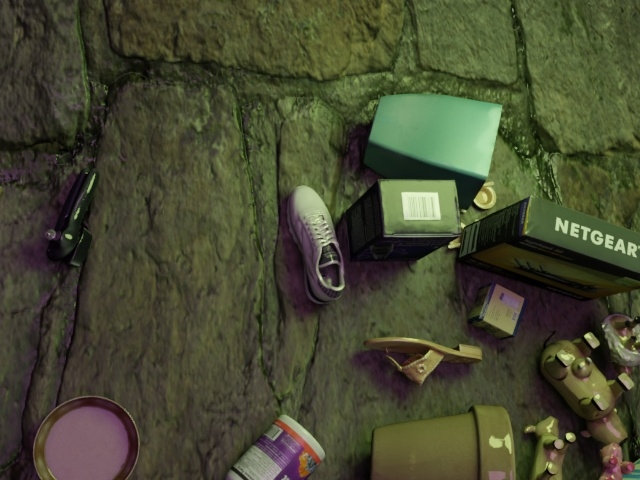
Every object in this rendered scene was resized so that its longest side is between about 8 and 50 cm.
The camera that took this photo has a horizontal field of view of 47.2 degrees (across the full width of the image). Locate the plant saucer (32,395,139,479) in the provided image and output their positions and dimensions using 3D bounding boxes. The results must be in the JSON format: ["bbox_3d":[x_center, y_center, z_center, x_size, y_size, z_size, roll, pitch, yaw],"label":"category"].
[{"bbox_3d":[-0.388,0.345,1.221,0.168,0.029,0.168,4,74,-13],"label":"plant saucer"}]

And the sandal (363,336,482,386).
[{"bbox_3d":[0.198,0.235,1.376,0.240,0.088,0.079,8,68,-18],"label":"sandal"}]

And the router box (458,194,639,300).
[{"bbox_3d":[0.461,0.025,1.410,0.309,0.243,0.081,17,73,-13],"label":"router box"}]

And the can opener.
[{"bbox_3d":[-0.440,-0.046,1.306,0.059,0.073,0.186,-1,68,25],"label":"can opener"}]

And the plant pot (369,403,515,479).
[{"bbox_3d":[0.199,0.409,1.263,0.229,0.263,0.263,3,74,4],"label":"plant pot"}]

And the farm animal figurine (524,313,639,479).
[{"bbox_3d":[0.511,0.329,1.403,0.330,0.172,0.327,-14,67,-10],"label":"farm animal figurine"}]

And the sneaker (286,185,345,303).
[{"bbox_3d":[0.000,0.000,1.383,0.090,0.095,0.235,-13,78,-16],"label":"sneaker"}]

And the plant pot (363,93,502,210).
[{"bbox_3d":[0.213,-0.190,1.459,0.234,0.166,0.165,15,71,4],"label":"plant pot"}]

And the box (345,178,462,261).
[{"bbox_3d":[0.149,-0.034,1.371,0.153,0.207,0.108,-1,76,-14],"label":"box"}]

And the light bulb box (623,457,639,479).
[{"bbox_3d":[0.592,0.563,1.249,0.361,0.358,0.225,-26,85,-19],"label":"light bulb box"}]

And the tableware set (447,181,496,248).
[{"bbox_3d":[0.312,-0.052,1.520,0.141,0.020,0.168,-6,78,-16],"label":"tableware set"}]

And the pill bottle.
[{"bbox_3d":[-0.092,0.401,1.242,0.108,0.108,0.193,45,70,0],"label":"pill bottle"}]

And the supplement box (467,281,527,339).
[{"bbox_3d":[0.352,0.141,1.458,0.083,0.056,0.083,27,70,-7],"label":"supplement box"}]
